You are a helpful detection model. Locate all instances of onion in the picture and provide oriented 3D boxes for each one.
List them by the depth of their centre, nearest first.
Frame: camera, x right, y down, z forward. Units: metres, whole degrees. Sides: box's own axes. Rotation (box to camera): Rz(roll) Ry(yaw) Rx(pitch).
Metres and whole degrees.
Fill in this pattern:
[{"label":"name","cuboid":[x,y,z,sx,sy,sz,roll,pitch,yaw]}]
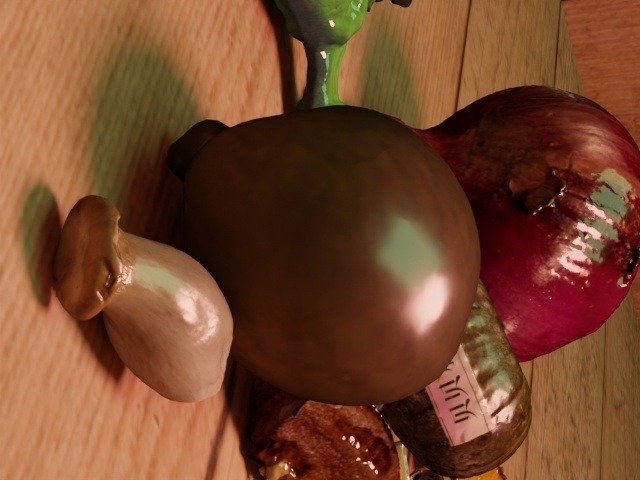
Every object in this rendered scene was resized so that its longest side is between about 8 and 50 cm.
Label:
[{"label":"onion","cuboid":[0.188,-0.045,2.257,0.385,0.348,0.348,29,43,-21]}]

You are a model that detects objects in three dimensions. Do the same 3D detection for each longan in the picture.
[{"label":"longan","cuboid":[0.000,0.000,1.597,0.300,0.243,0.300,41,-3,3]}]

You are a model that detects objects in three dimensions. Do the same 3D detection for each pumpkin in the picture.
[{"label":"pumpkin","cuboid":[0.107,0.135,2.023,0.260,0.189,0.260,-24,90,-89]}]

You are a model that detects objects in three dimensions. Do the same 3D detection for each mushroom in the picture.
[{"label":"mushroom","cuboid":[-0.129,0.049,1.426,0.097,0.088,0.212,-58,146,-11]}]

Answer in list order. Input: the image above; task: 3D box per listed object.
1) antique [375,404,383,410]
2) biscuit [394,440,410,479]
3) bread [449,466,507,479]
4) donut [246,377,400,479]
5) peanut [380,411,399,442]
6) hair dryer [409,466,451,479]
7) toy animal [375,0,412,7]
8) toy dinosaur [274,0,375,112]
[{"label":"antique","cuboid":[0.012,0.085,1.885,0.086,0.088,0.183,5,78,-72]},{"label":"biscuit","cuboid":[0.050,0.280,1.999,0.250,0.046,0.147,11,71,-72]},{"label":"bread","cuboid":[0.173,0.254,2.308,0.103,0.065,0.187,96,-26,-81]},{"label":"donut","cuboid":[0.008,0.182,1.762,0.186,0.144,0.126,37,20,-33]},{"label":"peanut","cuboid":[0.074,0.204,2.141,0.083,0.037,0.037,43,41,-56]},{"label":"hair dryer","cuboid":[0.124,0.362,2.201,0.117,0.064,0.182,66,28,-47]},{"label":"toy animal","cuboid":[0.091,-0.400,2.331,0.146,0.114,0.245,63,25,-51]},{"label":"toy dinosaur","cuboid":[-0.048,-0.297,1.867,0.500,0.144,0.374,35,61,-64]}]
